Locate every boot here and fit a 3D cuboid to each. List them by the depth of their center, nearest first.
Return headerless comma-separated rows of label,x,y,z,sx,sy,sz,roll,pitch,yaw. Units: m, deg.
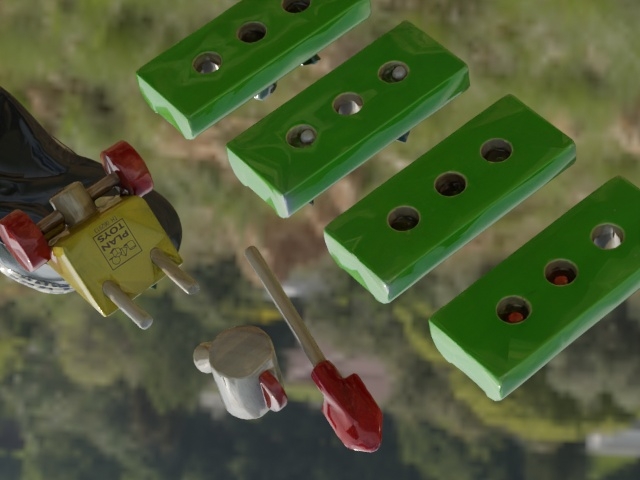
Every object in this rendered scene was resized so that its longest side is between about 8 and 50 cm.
boot,-0.227,-0.034,1.373,0.236,0.085,0.178,31,162,-18

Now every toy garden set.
toy garden set,0.000,0.000,0.861,0.244,0.204,0.049,41,157,34
